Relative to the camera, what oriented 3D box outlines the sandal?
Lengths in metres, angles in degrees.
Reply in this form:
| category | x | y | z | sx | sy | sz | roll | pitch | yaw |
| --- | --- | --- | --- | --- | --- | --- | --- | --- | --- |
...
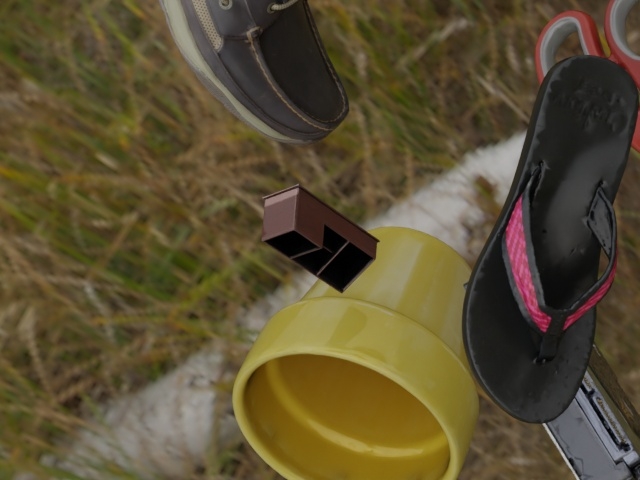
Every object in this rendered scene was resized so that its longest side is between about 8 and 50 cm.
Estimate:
| category | x | y | z | sx | sy | sz | roll | pitch | yaw |
| --- | --- | --- | --- | --- | --- | --- | --- | --- | --- |
| sandal | 0.113 | 0.000 | 0.866 | 0.040 | 0.067 | 0.179 | -160 | 83 | -73 |

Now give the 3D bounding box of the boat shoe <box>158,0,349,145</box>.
| category | x | y | z | sx | sy | sz | roll | pitch | yaw |
| --- | --- | --- | --- | --- | --- | --- | --- | --- | --- |
| boat shoe | -0.072 | -0.241 | 1.637 | 0.130 | 0.355 | 0.132 | -21 | 24 | 35 |

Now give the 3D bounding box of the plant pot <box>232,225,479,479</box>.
| category | x | y | z | sx | sy | sz | roll | pitch | yaw |
| --- | --- | --- | --- | --- | --- | --- | --- | --- | --- |
| plant pot | 0.061 | 0.122 | 1.974 | 0.254 | 0.254 | 0.239 | -9 | 38 | 31 |

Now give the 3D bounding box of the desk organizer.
| category | x | y | z | sx | sy | sz | roll | pitch | yaw |
| --- | --- | --- | --- | --- | --- | --- | --- | --- | --- |
| desk organizer | 0.000 | 0.000 | 1.798 | 0.047 | 0.130 | 0.050 | -19 | 53 | 35 |

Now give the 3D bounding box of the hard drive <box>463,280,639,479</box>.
| category | x | y | z | sx | sy | sz | roll | pitch | yaw |
| --- | --- | --- | --- | --- | --- | --- | --- | --- | --- |
| hard drive | 0.256 | 0.163 | 1.726 | 0.064 | 0.339 | 0.237 | -34 | 65 | 8 |

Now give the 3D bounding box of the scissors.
| category | x | y | z | sx | sy | sz | roll | pitch | yaw |
| --- | --- | --- | --- | --- | --- | --- | --- | --- | --- |
| scissors | 0.208 | -0.044 | 1.086 | 0.109 | 0.021 | 0.297 | -34 | 50 | 21 |
